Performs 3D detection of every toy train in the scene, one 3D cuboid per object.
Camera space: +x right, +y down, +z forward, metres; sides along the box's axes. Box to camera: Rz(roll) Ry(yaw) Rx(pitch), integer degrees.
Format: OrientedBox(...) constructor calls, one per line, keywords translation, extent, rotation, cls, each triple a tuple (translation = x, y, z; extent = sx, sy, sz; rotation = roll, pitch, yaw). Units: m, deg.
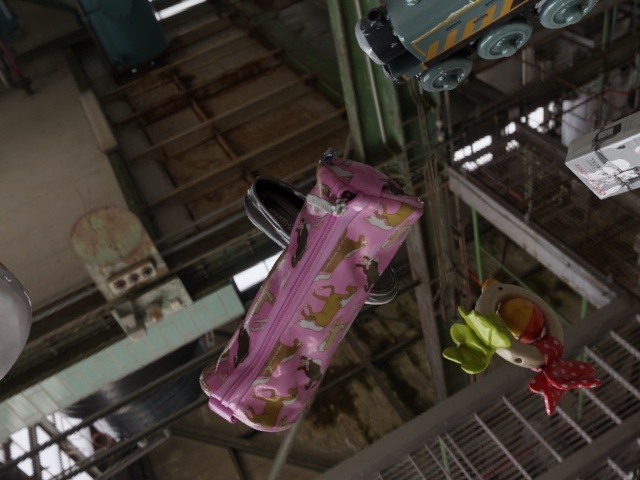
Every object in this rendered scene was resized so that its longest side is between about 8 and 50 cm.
OrientedBox(translation=(0.204, -0.318, 0.791), extent=(0.334, 0.190, 0.142), rotation=(-25, -109, 28), cls="toy train")

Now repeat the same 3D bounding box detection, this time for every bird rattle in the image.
OrientedBox(translation=(0.352, 0.160, 1.059), extent=(0.253, 0.143, 0.207), rotation=(17, -134, 5), cls="bird rattle")

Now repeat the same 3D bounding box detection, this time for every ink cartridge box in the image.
OrientedBox(translation=(0.509, -0.141, 1.032), extent=(0.150, 0.109, 0.063), rotation=(-25, -147, 53), cls="ink cartridge box")

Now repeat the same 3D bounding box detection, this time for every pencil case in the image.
OrientedBox(translation=(-0.016, 0.076, 0.837), extent=(0.386, 0.167, 0.160), rotation=(-61, -149, 14), cls="pencil case")

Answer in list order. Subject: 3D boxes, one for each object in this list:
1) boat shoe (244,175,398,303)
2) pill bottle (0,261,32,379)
OrientedBox(translation=(0.000, 0.000, 1.117), extent=(0.335, 0.095, 0.112), rotation=(35, -111, 7), cls="boat shoe")
OrientedBox(translation=(-0.399, 0.022, 0.541), extent=(0.278, 0.162, 0.162), rotation=(34, -118, 25), cls="pill bottle")
